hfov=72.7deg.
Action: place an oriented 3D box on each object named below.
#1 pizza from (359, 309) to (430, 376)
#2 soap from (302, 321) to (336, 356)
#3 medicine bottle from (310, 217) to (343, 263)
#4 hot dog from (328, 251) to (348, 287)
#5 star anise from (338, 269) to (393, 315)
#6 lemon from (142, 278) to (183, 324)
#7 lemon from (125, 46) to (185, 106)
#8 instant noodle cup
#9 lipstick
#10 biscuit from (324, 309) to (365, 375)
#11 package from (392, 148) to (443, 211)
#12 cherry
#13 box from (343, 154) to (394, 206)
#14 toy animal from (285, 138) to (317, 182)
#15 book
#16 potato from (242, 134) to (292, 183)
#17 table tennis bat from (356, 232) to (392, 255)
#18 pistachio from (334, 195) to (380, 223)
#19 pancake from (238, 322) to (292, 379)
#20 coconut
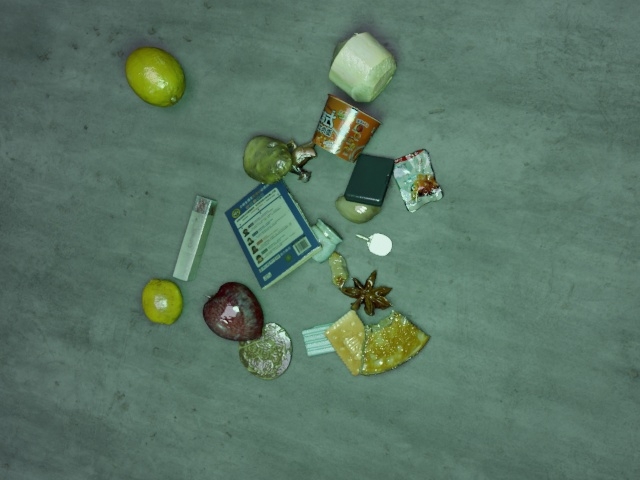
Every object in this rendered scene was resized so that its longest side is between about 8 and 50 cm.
[{"bbox_3d":[0.270,0.398,1.737,0.323,0.089,0.223,-26,98,-11],"label":"pizza"},{"bbox_3d":[0.032,0.408,1.818,0.198,0.063,0.114,-12,87,9],"label":"soap"},{"bbox_3d":[0.000,0.000,1.783,0.147,0.147,0.143,43,93,7],"label":"medicine bottle"},{"bbox_3d":[0.079,0.126,1.808,0.078,0.061,0.169,-15,65,13],"label":"hot dog"},{"bbox_3d":[0.195,0.224,1.769,0.196,0.111,0.212,-46,51,-12],"label":"star anise"},{"bbox_3d":[-0.685,0.264,1.890,0.170,0.170,0.207,-11,85,9],"label":"lemon"},{"bbox_3d":[-0.705,-0.701,1.864,0.263,0.236,0.236,43,97,-14],"label":"lemon"},{"bbox_3d":[0.093,-0.439,1.731,0.250,0.250,0.192,31,105,8],"label":"instant noodle cup"},{"bbox_3d":[-0.549,-0.008,1.910,0.076,0.080,0.371,18,92,9],"label":"lipstick"},{"bbox_3d":[0.135,0.416,1.753,0.160,0.030,0.250,-36,108,-12],"label":"biscuit"},{"bbox_3d":[0.392,-0.244,1.772,0.166,0.040,0.232,-19,86,10],"label":"package"},{"bbox_3d":[-0.359,0.305,1.819,0.300,0.203,0.230,42,83,0],"label":"cherry"},{"bbox_3d":[0.197,-0.243,1.739,0.160,0.050,0.230,12,59,16],"label":"box"},{"bbox_3d":[-0.065,-0.350,1.830,0.188,0.089,0.179,-36,89,8],"label":"toy animal"},{"bbox_3d":[-0.206,-0.047,1.789,0.300,0.039,0.428,-36,60,10],"label":"book"},{"bbox_3d":[-0.213,-0.326,1.784,0.296,0.141,0.191,30,97,49],"label":"potato"},{"bbox_3d":[0.222,0.007,1.814,0.156,0.013,0.087,22,96,7],"label":"table tennis bat"},{"bbox_3d":[0.150,-0.134,1.770,0.185,0.124,0.124,20,93,9],"label":"pistachio"},{"bbox_3d":[-0.238,0.480,1.880,0.250,0.031,0.250,0,89,10],"label":"pancake"},{"bbox_3d":[0.154,-0.693,1.722,0.244,0.239,0.239,42,96,5],"label":"coconut"}]
